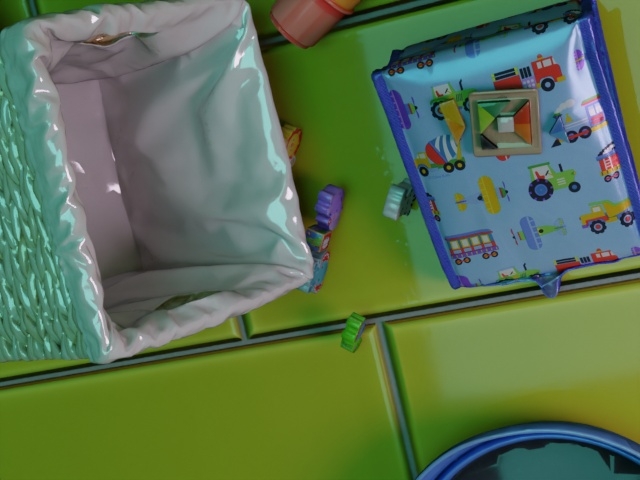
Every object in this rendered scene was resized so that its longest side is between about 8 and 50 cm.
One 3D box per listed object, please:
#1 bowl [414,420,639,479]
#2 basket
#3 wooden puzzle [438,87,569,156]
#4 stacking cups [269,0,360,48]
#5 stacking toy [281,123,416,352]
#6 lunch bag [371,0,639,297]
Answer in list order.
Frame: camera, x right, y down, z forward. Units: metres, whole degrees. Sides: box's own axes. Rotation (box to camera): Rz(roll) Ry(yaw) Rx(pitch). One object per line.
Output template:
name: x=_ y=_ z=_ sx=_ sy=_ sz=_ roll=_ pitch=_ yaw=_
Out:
bowl: x=0.260 y=0.381 z=1.457 sx=0.391 sy=0.077 sz=0.391 roll=3 pitch=101 yaw=18
basket: x=-0.228 y=-0.064 z=1.384 sx=0.266 sy=0.328 sz=0.331 roll=-7 pitch=98 yaw=38
wooden puzzle: x=0.178 y=-0.113 z=1.294 sx=0.116 sy=0.014 sz=0.078 roll=-8 pitch=119 yaw=16
stacking cups: x=0.066 y=-0.330 z=1.382 sx=0.316 sy=0.096 sz=0.096 roll=-42 pitch=85 yaw=20
stacking toy: x=0.000 y=0.000 z=1.491 sx=0.167 sy=0.052 sz=0.221 roll=24 pitch=111 yaw=19
lunch bag: x=0.208 y=-0.076 z=1.375 sx=0.221 sy=0.138 sz=0.293 roll=-13 pitch=105 yaw=18
